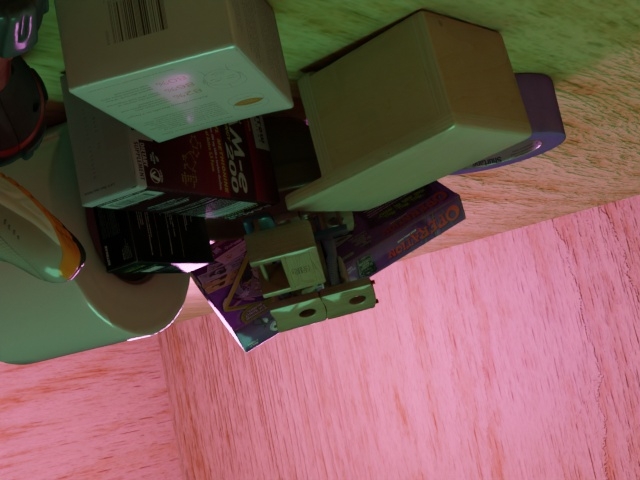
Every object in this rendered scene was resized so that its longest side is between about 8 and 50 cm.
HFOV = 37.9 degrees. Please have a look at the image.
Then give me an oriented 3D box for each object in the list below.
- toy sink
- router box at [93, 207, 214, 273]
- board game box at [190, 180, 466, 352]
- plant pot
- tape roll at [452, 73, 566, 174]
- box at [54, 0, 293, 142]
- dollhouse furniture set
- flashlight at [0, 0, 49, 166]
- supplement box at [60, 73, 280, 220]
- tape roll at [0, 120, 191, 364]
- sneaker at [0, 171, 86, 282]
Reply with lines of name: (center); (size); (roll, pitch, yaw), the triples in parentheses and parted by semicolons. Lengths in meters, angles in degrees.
toy sink: (0.074, -0.131, 0.991); (0.234, 0.131, 0.152); (-25, 165, 39)
router box: (-0.182, -0.056, 0.972); (0.046, 0.179, 0.133); (-18, 170, 26)
board game box: (0.000, 0.000, 1.276); (0.347, 0.056, 0.208); (-30, -149, -11)
plant pot: (-0.062, -0.084, 1.168); (0.237, 0.110, 0.237); (-13, 171, -2)
tape roll: (0.221, -0.150, 1.231); (0.189, 0.080, 0.189); (-12, 171, -2)
box: (-0.109, -0.152, 0.733); (0.130, 0.091, 0.170); (-13, 171, 10)
dollhouse furniture set: (-0.015, 0.001, 1.092); (0.129, 0.129, 0.184); (-15, 149, 0)
flashlight: (-0.236, -0.128, 0.658); (0.103, 0.103, 0.304); (9, 168, -20)
supplement box: (-0.141, -0.095, 0.935); (0.073, 0.130, 0.239); (-16, 171, 27)
tape roll: (-0.277, 0.001, 1.013); (0.169, 0.246, 0.246); (-15, 171, 23)
sneaker: (-0.305, -0.006, 0.726); (0.262, 0.121, 0.099); (22, 162, 21)
